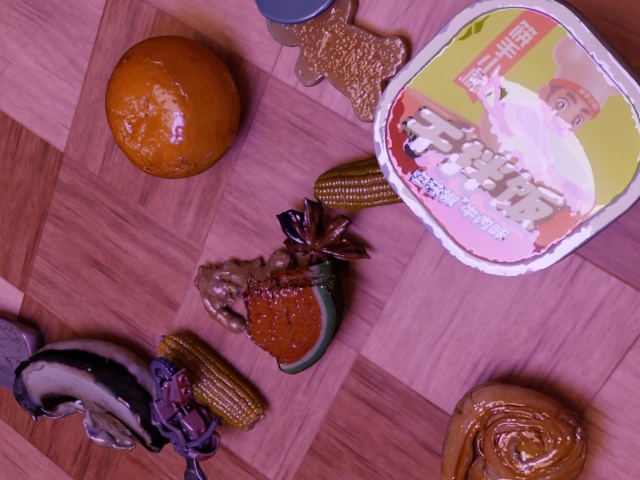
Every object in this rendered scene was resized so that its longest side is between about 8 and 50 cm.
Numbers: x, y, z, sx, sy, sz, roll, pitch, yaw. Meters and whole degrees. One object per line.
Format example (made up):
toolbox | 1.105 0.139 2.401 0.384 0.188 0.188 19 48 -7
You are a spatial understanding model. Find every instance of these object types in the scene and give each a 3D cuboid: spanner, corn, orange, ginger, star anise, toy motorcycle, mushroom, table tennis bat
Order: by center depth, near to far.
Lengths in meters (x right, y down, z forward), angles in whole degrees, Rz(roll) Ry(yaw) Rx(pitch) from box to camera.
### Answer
table tennis bat | -0.067 -0.384 1.157 0.237 0.038 0.149 6 83 28
corn | 0.098 -0.089 1.162 0.231 0.080 0.080 -7 101 33
orange | -0.226 -0.204 1.224 0.219 0.193 0.219 3 95 37
star anise | -0.001 0.000 1.228 0.167 0.057 0.168 27 149 18
ginger | -0.137 0.079 1.342 0.176 0.052 0.193 24 116 13
toy motorcycle | -0.230 0.296 1.354 0.118 0.084 0.213 16 127 39
corn | -0.197 0.248 1.408 0.238 0.080 0.080 39 118 8
spanner | -0.256 0.359 1.506 0.054 0.015 0.255 -1 104 29
mushroom | -0.418 0.291 1.508 0.344 0.130 0.248 0 125 32

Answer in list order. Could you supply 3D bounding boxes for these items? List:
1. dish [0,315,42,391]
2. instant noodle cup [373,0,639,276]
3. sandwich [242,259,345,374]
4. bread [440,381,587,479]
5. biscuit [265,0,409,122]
dish | -0.657 0.220 1.634 0.212 0.077 0.151 13 109 23
instant noodle cup | 0.251 -0.139 0.932 0.293 0.308 0.294 8 108 24
sandwich | -0.038 0.119 1.263 0.159 0.079 0.235 12 134 12
bread | 0.278 0.316 1.161 0.198 0.120 0.236 19 112 20
biscuit | 0.019 -0.289 1.165 0.234 0.030 0.153 34 115 15
